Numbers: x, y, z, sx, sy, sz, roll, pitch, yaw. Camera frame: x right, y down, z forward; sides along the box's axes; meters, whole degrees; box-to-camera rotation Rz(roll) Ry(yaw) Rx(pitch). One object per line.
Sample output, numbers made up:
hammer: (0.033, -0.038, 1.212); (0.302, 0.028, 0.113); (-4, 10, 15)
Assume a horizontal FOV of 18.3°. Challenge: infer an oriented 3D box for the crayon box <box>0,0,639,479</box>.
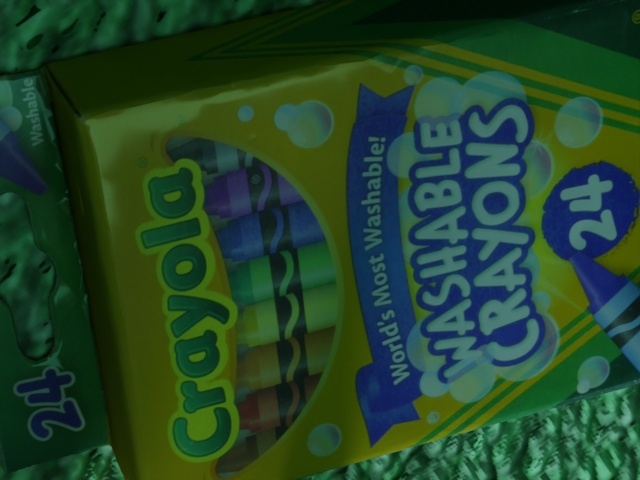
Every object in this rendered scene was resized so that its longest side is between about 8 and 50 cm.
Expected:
crayon box: (0.000, 0.000, 0.920); (0.323, 0.083, 0.203); (-14, 116, -14)
